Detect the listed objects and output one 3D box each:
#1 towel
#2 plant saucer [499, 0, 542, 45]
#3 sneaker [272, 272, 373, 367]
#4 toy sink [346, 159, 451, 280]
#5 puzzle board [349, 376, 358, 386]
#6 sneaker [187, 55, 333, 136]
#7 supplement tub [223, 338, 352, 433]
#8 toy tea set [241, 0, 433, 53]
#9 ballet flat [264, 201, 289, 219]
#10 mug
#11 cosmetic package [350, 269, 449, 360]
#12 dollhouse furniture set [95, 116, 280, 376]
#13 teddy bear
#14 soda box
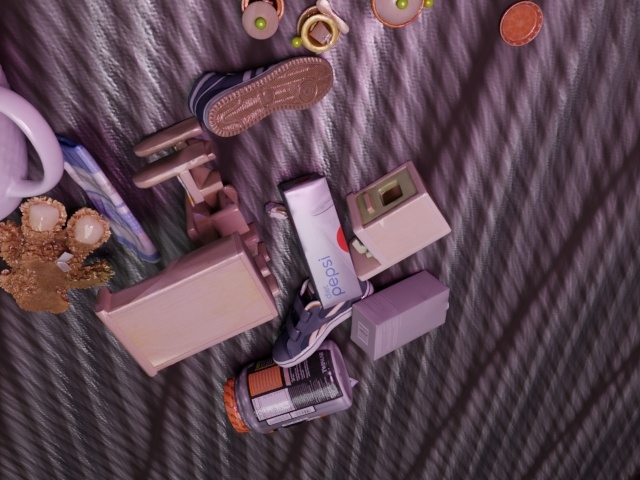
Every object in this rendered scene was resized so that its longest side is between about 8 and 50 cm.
[{"bbox_3d":[-0.439,-0.082,1.131,0.034,0.209,0.285,-41,126,-22],"label":"towel"},{"bbox_3d":[0.390,-0.424,1.085,0.084,0.013,0.083,-3,126,-4],"label":"plant saucer"},{"bbox_3d":[-0.025,0.181,1.399,0.321,0.126,0.127,-43,125,9],"label":"sneaker"},{"bbox_3d":[0.143,-0.046,1.240,0.234,0.152,0.131,-31,123,16],"label":"toy sink"},{"bbox_3d":[0.033,0.425,1.646,0.128,0.011,0.096,28,118,-24],"label":"puzzle board"},{"bbox_3d":[-0.122,-0.295,1.078,0.282,0.153,0.099,-29,127,-23],"label":"sneaker"},{"bbox_3d":[-0.087,0.401,1.503,0.316,0.193,0.193,-19,125,8],"label":"supplement tub"},{"bbox_3d":[0.027,-0.426,0.972,0.336,0.124,0.200,-26,124,12],"label":"toy tea set"},{"bbox_3d":[-0.072,-0.059,1.273,0.114,0.041,0.041,9,124,-13],"label":"ballet flat"},{"bbox_3d":[-0.623,-0.181,0.961,0.374,0.276,0.328,8,133,11],"label":"mug"},{"bbox_3d":[0.200,0.182,1.383,0.238,0.107,0.127,-22,131,-29],"label":"cosmetic package"},{"bbox_3d":[-0.260,0.026,1.087,0.257,0.394,0.362,-24,126,-1],"label":"dollhouse furniture set"},{"bbox_3d":[-0.575,0.024,1.203,0.245,0.113,0.338,0,141,-19],"label":"teddy bear"},{"bbox_3d":[0.000,0.000,1.234,0.098,0.091,0.286,-20,107,-7],"label":"soda box"}]
